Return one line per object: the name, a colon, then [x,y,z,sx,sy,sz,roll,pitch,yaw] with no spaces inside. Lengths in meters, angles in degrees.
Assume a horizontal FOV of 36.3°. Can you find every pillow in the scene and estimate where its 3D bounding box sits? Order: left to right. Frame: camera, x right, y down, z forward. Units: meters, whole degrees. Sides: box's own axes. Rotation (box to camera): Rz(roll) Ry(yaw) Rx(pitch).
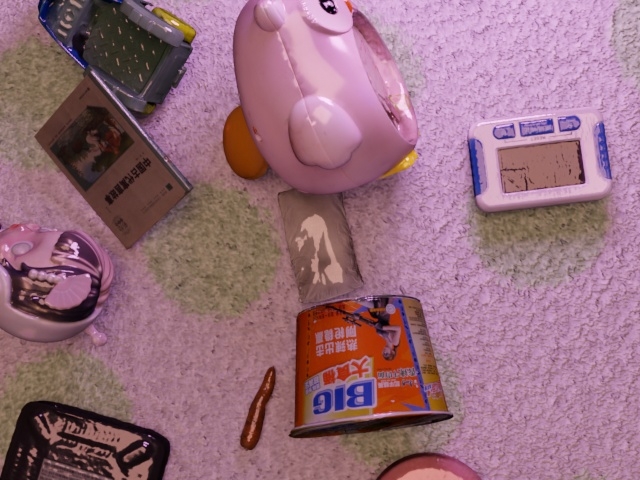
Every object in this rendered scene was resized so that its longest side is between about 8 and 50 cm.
pillow: [0.000,0.000,1.851,0.128,0.051,0.229,-12,81,-1]

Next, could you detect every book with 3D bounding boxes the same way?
book: [-0.388,-0.147,1.818,0.282,0.025,0.215,49,123,-2]

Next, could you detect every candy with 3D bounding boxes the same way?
candy: [0.203,0.511,1.759,0.255,0.094,0.255,0,83,2]

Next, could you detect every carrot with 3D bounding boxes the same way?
carrot: [-0.115,0.313,1.828,0.036,0.035,0.165,16,82,4]

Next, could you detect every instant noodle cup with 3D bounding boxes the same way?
instant noodle cup: [0.076,0.222,1.716,0.296,0.296,0.214,-7,76,2]

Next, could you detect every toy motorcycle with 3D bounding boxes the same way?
toy motorcycle: [-0.415,-0.393,1.834,0.326,0.200,0.191,34,103,10]

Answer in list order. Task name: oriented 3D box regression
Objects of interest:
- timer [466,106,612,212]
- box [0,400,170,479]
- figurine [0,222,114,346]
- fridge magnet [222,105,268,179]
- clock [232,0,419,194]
timer: [0.408,-0.149,1.837,0.253,0.078,0.178,-6,85,3]
box: [-0.450,0.459,1.805,0.290,0.073,0.289,16,84,5]
figurine: [-0.555,0.064,1.795,0.361,0.253,0.211,7,127,11]
fridge magnet: [-0.134,-0.186,1.850,0.063,0.143,0.143,-13,81,-41]
clock: [-0.013,-0.278,1.723,0.250,0.368,0.376,-22,114,19]
